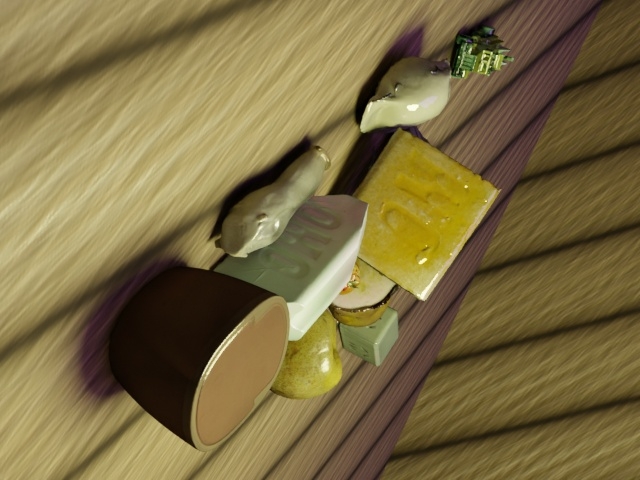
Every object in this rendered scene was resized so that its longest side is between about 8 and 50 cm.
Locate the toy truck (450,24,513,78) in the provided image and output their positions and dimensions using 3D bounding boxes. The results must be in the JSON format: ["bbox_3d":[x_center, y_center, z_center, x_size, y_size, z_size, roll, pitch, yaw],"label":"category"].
[{"bbox_3d":[0.482,-0.546,2.301,0.259,0.135,0.128,-28,137,-51],"label":"toy truck"}]

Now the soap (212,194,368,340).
[{"bbox_3d":[-0.040,0.033,1.637,0.347,0.208,0.115,-46,151,-38],"label":"soap"}]

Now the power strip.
[{"bbox_3d":[0.156,0.292,2.434,0.139,0.140,0.224,-55,157,-25],"label":"power strip"}]

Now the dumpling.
[{"bbox_3d":[0.200,-0.340,1.905,0.227,0.243,0.175,111,-25,-60],"label":"dumpling"}]

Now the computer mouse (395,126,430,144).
[{"bbox_3d":[0.245,-0.174,2.082,0.184,0.121,0.296,64,37,-62],"label":"computer mouse"}]

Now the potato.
[{"bbox_3d":[0.098,0.124,2.072,0.229,0.229,0.266,-57,171,-20],"label":"potato"}]

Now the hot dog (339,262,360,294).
[{"bbox_3d":[0.018,0.056,1.848,0.250,0.076,0.104,33,69,-38],"label":"hot dog"}]

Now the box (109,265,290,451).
[{"bbox_3d":[-0.217,0.192,1.404,0.301,0.216,0.301,-46,151,-35],"label":"box"}]

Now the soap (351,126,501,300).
[{"bbox_3d":[0.219,-0.064,1.891,0.335,0.293,0.156,-55,180,-1],"label":"soap"}]

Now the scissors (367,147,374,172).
[{"bbox_3d":[0.136,-0.212,2.044,0.036,0.006,0.083,-43,149,-40],"label":"scissors"}]

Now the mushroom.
[{"bbox_3d":[-0.084,-0.082,1.582,0.351,0.097,0.109,-48,155,-44],"label":"mushroom"}]

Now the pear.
[{"bbox_3d":[-0.061,0.259,1.834,0.188,0.211,0.228,1,82,-82],"label":"pear"}]
